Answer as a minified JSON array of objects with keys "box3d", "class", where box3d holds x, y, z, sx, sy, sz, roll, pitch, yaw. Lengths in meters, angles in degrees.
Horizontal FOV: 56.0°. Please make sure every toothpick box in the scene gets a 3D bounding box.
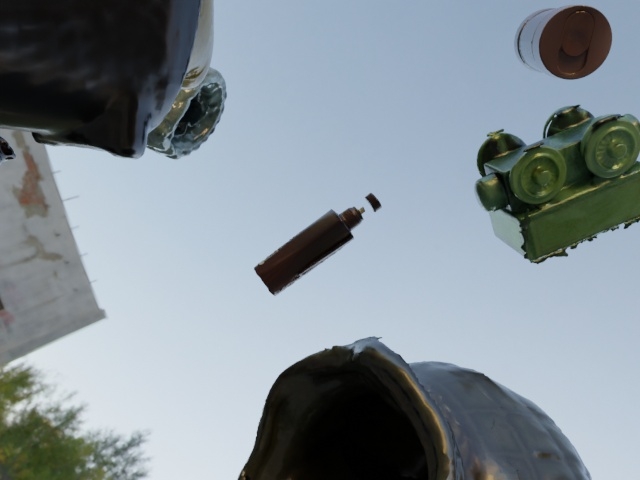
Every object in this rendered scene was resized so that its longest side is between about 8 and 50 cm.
[{"box3d":[0.349,-0.291,0.882,0.098,0.149,0.099,1,-70,4],"class":"toothpick box"}]

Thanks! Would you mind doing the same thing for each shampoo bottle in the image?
[{"box3d":[0.001,0.001,1.014,0.067,0.236,0.068,55,-1,-25],"class":"shampoo bottle"}]

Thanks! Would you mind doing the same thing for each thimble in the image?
[{"box3d":[-0.315,-0.283,1.224,0.171,0.250,0.205,29,-59,7],"class":"thimble"}]

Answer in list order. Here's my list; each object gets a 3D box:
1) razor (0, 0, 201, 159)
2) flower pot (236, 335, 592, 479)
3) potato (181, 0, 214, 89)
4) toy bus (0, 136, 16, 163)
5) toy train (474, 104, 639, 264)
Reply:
[{"box3d":[-0.185,-0.152,0.236,0.113,0.349,0.205,10,-89,24],"class":"razor"},{"box3d":[0.067,0.238,0.456,0.302,0.213,0.302,-41,-143,41],"class":"flower pot"},{"box3d":[-0.207,-0.314,0.768,0.300,0.140,0.173,101,-15,-68],"class":"potato"},{"box3d":[-0.350,-0.152,0.528,0.112,0.137,0.317,113,-33,-58],"class":"toy bus"},{"box3d":[0.372,-0.092,0.927,0.159,0.271,0.188,-118,-175,-69],"class":"toy train"}]
